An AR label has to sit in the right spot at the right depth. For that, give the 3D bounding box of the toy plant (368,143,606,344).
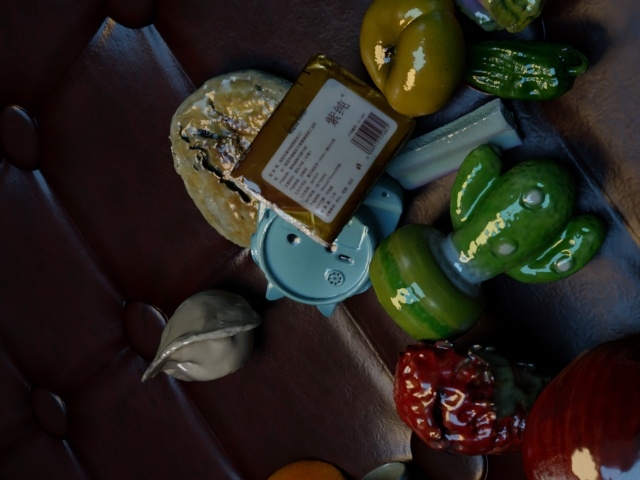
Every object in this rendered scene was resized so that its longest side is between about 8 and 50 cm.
[{"bbox_3d":[0.233,-0.001,1.277,0.315,0.184,0.224,-38,92,24],"label":"toy plant"}]

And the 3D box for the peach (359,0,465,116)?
[{"bbox_3d":[0.125,-0.258,1.193,0.179,0.103,0.179,34,131,51],"label":"peach"}]

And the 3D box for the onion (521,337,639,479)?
[{"bbox_3d":[0.444,0.271,1.126,0.341,0.341,0.342,15,117,31],"label":"onion"}]

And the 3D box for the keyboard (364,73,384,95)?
[{"bbox_3d":[0.116,-0.274,1.306,0.087,0.017,0.251,51,133,35],"label":"keyboard"}]

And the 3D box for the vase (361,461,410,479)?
[{"bbox_3d":[0.155,0.513,1.579,0.096,0.096,0.219,-20,99,40],"label":"vase"}]

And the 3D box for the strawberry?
[{"bbox_3d":[0.195,0.246,1.319,0.280,0.253,0.150,-5,64,38],"label":"strawberry"}]

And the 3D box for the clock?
[{"bbox_3d":[0.000,0.000,1.411,0.223,0.094,0.274,15,113,0],"label":"clock"}]

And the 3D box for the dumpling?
[{"bbox_3d":[-0.233,0.201,1.642,0.175,0.227,0.243,38,134,20],"label":"dumpling"}]

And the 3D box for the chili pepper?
[{"bbox_3d":[0.247,-0.241,1.200,0.256,0.074,0.100,17,135,36],"label":"chili pepper"}]

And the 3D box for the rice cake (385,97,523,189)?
[{"bbox_3d":[0.191,-0.133,1.297,0.221,0.042,0.080,-23,128,38],"label":"rice cake"}]

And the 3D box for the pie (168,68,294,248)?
[{"bbox_3d":[-0.115,-0.131,1.505,0.339,0.077,0.339,13,116,28],"label":"pie"}]

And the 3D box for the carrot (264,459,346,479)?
[{"bbox_3d":[-0.055,0.605,1.694,0.193,0.214,0.331,26,126,30],"label":"carrot"}]

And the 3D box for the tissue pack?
[{"bbox_3d":[0.003,-0.128,1.278,0.183,0.092,0.226,35,90,3],"label":"tissue pack"}]

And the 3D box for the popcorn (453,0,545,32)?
[{"bbox_3d":[0.228,-0.340,1.147,0.145,0.126,0.126,30,144,-10],"label":"popcorn"}]
